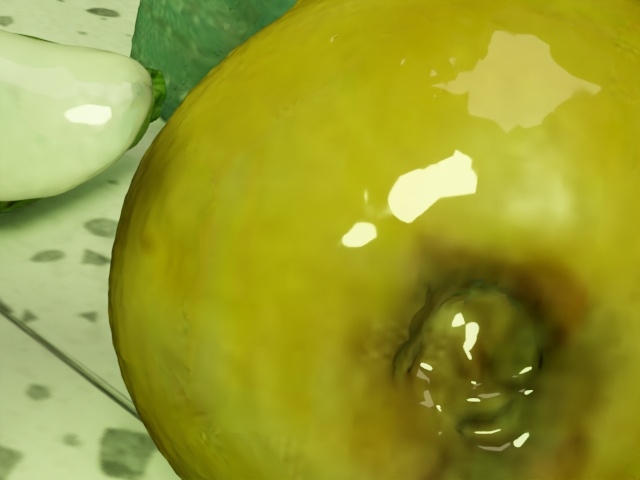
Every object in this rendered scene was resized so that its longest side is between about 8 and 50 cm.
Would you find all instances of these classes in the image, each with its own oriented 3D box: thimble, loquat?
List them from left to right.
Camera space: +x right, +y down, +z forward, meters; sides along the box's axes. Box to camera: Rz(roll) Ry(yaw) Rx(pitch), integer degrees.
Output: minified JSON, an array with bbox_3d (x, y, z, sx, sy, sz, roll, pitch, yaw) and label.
[{"bbox_3d":[-0.034,-0.157,0.948,0.198,0.143,0.235,-8,35,-41],"label":"thimble"},{"bbox_3d":[0.055,0.008,0.543,0.275,0.274,0.275,13,26,-6],"label":"loquat"}]

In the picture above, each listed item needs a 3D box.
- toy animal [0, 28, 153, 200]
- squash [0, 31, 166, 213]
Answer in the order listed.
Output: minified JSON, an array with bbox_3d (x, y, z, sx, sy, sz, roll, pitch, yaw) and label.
[{"bbox_3d":[-0.252,-0.065,0.420,0.368,0.241,0.196,16,6,21],"label":"toy animal"},{"bbox_3d":[-0.213,-0.058,0.693,0.118,0.118,0.371,34,27,32],"label":"squash"}]
